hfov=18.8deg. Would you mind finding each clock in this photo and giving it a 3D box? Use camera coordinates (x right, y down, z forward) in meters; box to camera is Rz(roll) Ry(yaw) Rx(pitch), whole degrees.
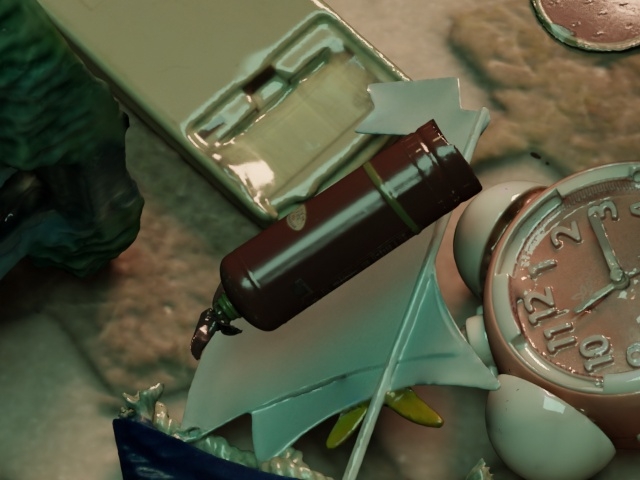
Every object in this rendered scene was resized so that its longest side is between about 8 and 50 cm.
[{"bbox_3d":[0.150,0.037,0.959,0.162,0.093,0.166,-14,57,9],"label":"clock"}]

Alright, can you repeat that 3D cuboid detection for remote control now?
[{"bbox_3d":[-0.077,-0.126,1.094,0.123,0.038,0.285,-43,69,-13],"label":"remote control"}]

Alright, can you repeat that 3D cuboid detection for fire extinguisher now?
[{"bbox_3d":[0.000,0.000,0.937,0.157,0.078,0.045,-35,108,2],"label":"fire extinguisher"}]

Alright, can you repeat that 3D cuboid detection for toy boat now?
[{"bbox_3d":[0.010,0.040,0.949,0.220,0.067,0.291,7,70,32],"label":"toy boat"}]

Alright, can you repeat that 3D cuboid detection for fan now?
[{"bbox_3d":[0.184,-0.146,1.089,0.133,0.005,0.085,-11,62,2],"label":"fan"}]

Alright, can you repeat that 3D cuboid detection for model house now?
[{"bbox_3d":[-0.250,-0.020,0.929,0.226,0.261,0.241,32,70,21],"label":"model house"}]
